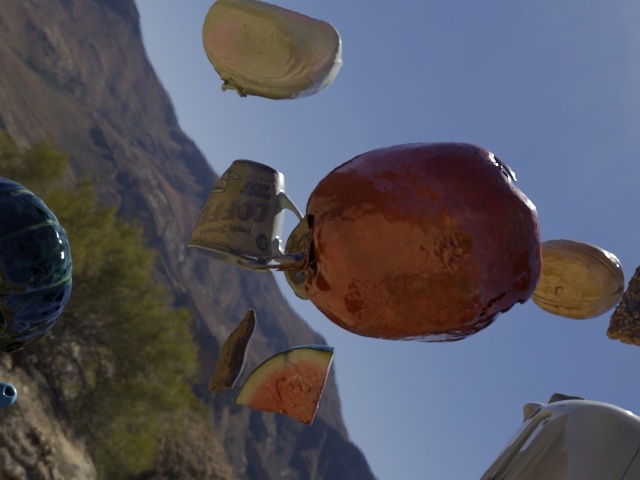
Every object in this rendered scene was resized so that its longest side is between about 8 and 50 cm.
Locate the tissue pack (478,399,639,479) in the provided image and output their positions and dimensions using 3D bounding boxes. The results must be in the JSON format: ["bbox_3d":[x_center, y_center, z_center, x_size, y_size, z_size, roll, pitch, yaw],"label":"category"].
[{"bbox_3d":[0.352,0.390,1.064,0.236,0.333,0.229,41,-17,6],"label":"tissue pack"}]

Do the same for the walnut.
[{"bbox_3d":[0.511,0.080,1.490,0.197,0.165,0.165,23,-41,44],"label":"walnut"}]

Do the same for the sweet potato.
[{"bbox_3d":[-0.227,0.300,1.976,0.077,0.243,0.077,23,-14,6],"label":"sweet potato"}]

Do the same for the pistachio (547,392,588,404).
[{"bbox_3d":[0.624,0.445,1.785,0.110,0.100,0.189,18,39,-41],"label":"pistachio"}]

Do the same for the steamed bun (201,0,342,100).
[{"bbox_3d":[-0.086,-0.311,1.270,0.170,0.239,0.152,84,24,-86],"label":"steamed bun"}]

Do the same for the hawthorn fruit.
[{"bbox_3d":[0.066,0.008,0.740,0.211,0.299,0.211,170,-90,-84],"label":"hawthorn fruit"}]

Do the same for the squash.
[{"bbox_3d":[-0.448,0.034,0.977,0.252,0.165,0.252,10,-72,32],"label":"squash"}]

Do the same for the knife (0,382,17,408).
[{"bbox_3d":[-0.693,0.359,1.429,0.032,0.244,0.058,-27,-81,36],"label":"knife"}]

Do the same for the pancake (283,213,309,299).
[{"bbox_3d":[0.000,0.000,1.375,0.050,0.242,0.242,36,5,-30],"label":"pancake"}]

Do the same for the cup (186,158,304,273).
[{"bbox_3d":[-0.156,-0.057,1.842,0.227,0.301,0.256,37,69,-72],"label":"cup"}]

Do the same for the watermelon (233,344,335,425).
[{"bbox_3d":[-0.061,0.243,1.278,0.193,0.146,0.137,100,5,-53],"label":"watermelon"}]

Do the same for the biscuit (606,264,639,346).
[{"bbox_3d":[0.499,0.054,1.011,0.131,0.236,0.026,16,-30,40],"label":"biscuit"}]
